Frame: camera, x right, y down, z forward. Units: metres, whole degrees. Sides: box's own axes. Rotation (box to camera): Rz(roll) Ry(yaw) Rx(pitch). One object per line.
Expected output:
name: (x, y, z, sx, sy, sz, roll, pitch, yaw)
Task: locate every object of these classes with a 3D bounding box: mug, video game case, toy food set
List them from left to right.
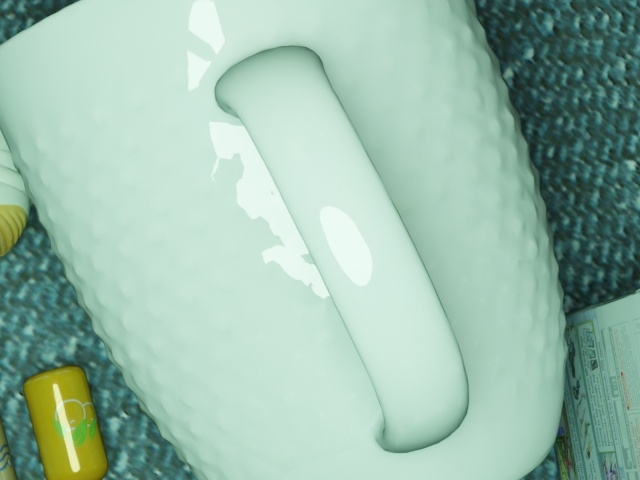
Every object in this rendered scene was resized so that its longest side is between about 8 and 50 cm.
toy food set: (-0.232, 0.148, 1.071, 0.232, 0.111, 0.104, -10, 82, -53)
mug: (0.000, 0.000, 1.010, 0.276, 0.374, 0.328, -24, 93, -5)
video game case: (0.205, 0.165, 1.079, 0.061, 0.244, 0.269, -9, 84, -10)

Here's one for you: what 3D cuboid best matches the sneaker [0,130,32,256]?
sneaker: (-0.314, -0.080, 1.125, 0.296, 0.112, 0.131, 16, 63, -7)
